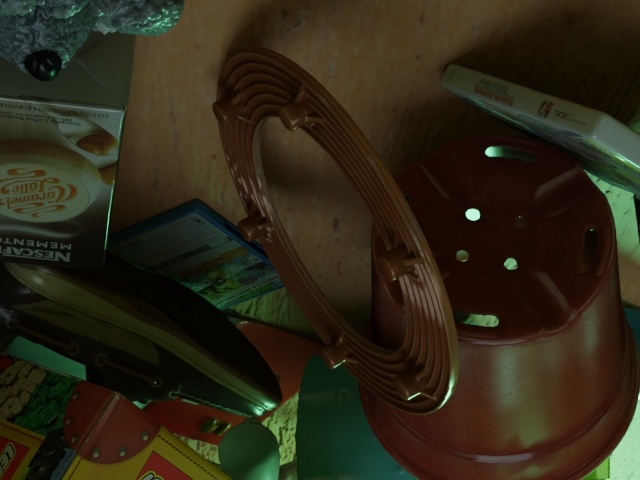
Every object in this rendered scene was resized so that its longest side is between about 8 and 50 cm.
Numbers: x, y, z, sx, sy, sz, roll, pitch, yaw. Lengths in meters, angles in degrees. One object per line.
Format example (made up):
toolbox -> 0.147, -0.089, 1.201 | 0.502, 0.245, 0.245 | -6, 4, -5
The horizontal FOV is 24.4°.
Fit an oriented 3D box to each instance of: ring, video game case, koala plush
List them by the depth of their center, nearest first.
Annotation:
koala plush -> -0.205, -0.196, 1.048 | 0.196, 0.203, 0.221 | -13, 168, -8
ring -> 0.000, 0.000, 1.217 | 0.032, 0.336, 0.337 | -30, 153, -19
video game case -> 0.237, -0.073, 1.228 | 0.227, 0.026, 0.206 | 26, -178, -34
video game case -> -0.119, 0.020, 1.505 | 0.119, 0.015, 0.166 | -21, 142, 28

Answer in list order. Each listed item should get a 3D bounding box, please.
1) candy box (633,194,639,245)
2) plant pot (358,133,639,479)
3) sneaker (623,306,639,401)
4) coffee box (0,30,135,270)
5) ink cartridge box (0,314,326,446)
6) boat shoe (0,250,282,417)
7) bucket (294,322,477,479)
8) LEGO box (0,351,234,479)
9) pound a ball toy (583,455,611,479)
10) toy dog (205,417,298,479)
candy box -> 0.359, 0.083, 1.400 | 0.071, 0.233, 0.159 | -14, 144, 21
plant pot -> 0.155, 0.058, 1.318 | 0.272, 0.272, 0.265 | -4, 149, 6
sneaker -> 0.366, 0.143, 1.646 | 0.228, 0.087, 0.092 | 29, 145, -27
coffee box -> -0.240, -0.081, 1.267 | 0.141, 0.098, 0.246 | 6, 147, -8
ink cartridge box -> -0.212, 0.175, 1.682 | 0.385, 0.091, 0.308 | 18, 144, -23
boat shoe -> -0.192, 0.104, 1.474 | 0.342, 0.123, 0.123 | 31, 109, -33
bucket -> 0.093, 0.233, 1.594 | 0.183, 0.281, 0.281 | -7, 147, 15
LEGO box -> -0.182, 0.319, 1.467 | 0.372, 0.193, 0.500 | 10, 153, 49
pound a ball toy -> 0.198, 0.324, 1.841 | 0.319, 0.136, 0.208 | -3, 112, 5
toy dog -> -0.067, 0.332, 1.862 | 0.220, 0.161, 0.334 | 14, 128, -12
